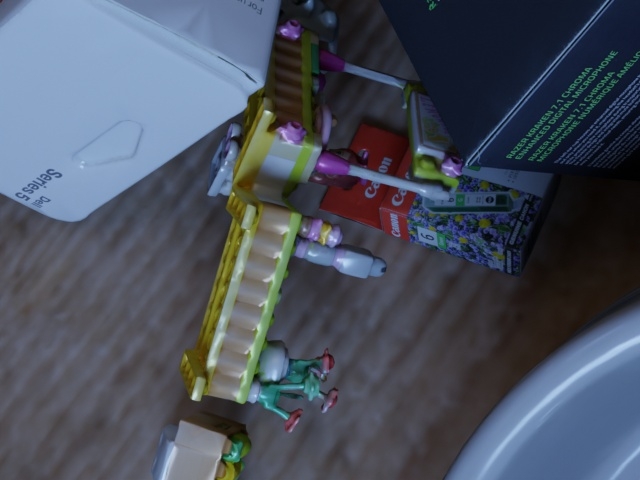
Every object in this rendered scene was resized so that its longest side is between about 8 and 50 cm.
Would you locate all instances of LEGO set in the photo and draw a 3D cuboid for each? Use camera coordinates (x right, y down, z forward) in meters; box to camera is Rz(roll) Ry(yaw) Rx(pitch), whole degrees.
[{"bbox_3d":[0.000,0.000,0.724,0.107,0.132,0.287,14,63,-15],"label":"LEGO set"}]

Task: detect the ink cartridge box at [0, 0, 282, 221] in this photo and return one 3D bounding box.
[{"bbox_3d":[-0.104,-0.174,0.777,0.115,0.198,0.272,26,57,-27],"label":"ink cartridge box"}]

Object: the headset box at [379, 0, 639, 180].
[{"bbox_3d":[0.140,-0.158,0.696,0.283,0.131,0.246,3,50,-37],"label":"headset box"}]

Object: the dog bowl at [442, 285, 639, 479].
[{"bbox_3d":[0.182,0.163,0.518,0.349,0.102,0.348,-3,82,27],"label":"dog bowl"}]

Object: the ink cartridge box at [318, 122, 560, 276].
[{"bbox_3d":[0.061,-0.029,0.775,0.115,0.029,0.062,18,65,17],"label":"ink cartridge box"}]
